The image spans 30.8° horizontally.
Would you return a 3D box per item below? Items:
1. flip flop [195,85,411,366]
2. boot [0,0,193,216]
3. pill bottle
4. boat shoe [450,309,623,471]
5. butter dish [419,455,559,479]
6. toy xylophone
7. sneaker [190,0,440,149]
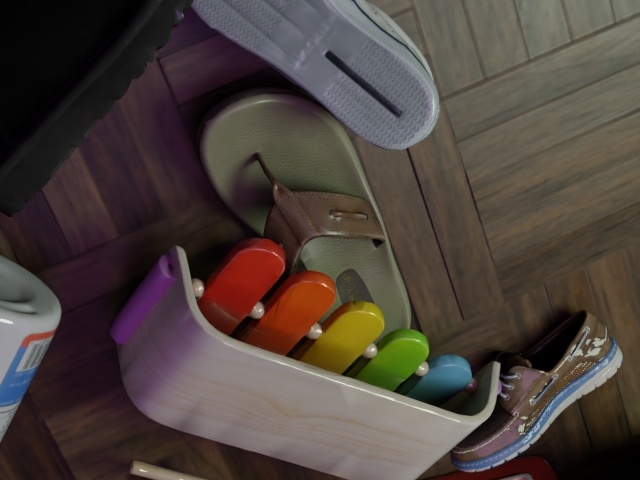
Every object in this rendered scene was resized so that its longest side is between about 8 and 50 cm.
[{"bbox_3d":[0.000,0.000,0.911,0.112,0.080,0.277,-27,118,0],"label":"flip flop"},{"bbox_3d":[-0.222,-0.185,0.714,0.260,0.131,0.348,33,115,-25],"label":"boot"},{"bbox_3d":[-0.290,0.119,0.849,0.124,0.124,0.221,25,102,-23],"label":"pill bottle"},{"bbox_3d":[0.179,0.129,1.030,0.183,0.066,0.066,-38,112,-11],"label":"boat shoe"},{"bbox_3d":[0.154,0.296,1.053,0.160,0.160,0.118,-10,136,-13],"label":"butter dish"},{"bbox_3d":[-0.024,0.128,0.933,0.323,0.081,0.236,28,129,-28],"label":"toy xylophone"},{"bbox_3d":[-0.018,-0.165,0.843,0.094,0.091,0.258,-43,96,14],"label":"sneaker"}]
